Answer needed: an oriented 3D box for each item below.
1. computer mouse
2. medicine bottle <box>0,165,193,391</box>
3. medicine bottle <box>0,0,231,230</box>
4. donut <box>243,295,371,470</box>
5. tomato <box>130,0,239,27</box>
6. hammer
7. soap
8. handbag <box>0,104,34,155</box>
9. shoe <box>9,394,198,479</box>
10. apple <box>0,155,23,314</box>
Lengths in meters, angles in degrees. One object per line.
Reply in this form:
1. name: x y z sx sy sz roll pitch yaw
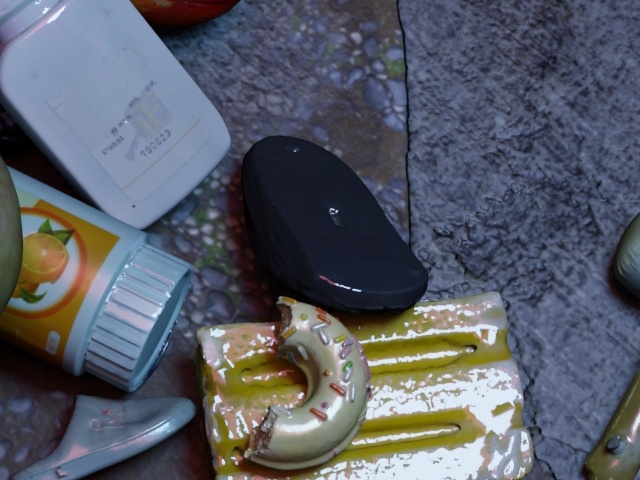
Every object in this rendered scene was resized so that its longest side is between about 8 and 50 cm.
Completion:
1. computer mouse: 0.000 0.000 1.628 0.138 0.086 0.269 -1 38 -30
2. medicine bottle: -0.292 0.020 1.577 0.318 0.158 0.158 25 69 4
3. medicine bottle: -0.233 -0.161 1.611 0.161 0.111 0.296 -45 112 -14
4. donut: -0.004 0.137 1.519 0.108 0.065 0.166 13 68 -2
5. tomato: -0.195 -0.310 1.714 0.233 0.139 0.200 54 38 8
6. hammer: 0.351 0.121 1.649 0.202 0.113 0.305 30 77 9
7. soap: 0.039 0.169 1.594 0.315 0.091 0.199 -7 71 -10
8. handbag: -0.372 -0.195 1.666 0.229 0.127 0.207 11 78 -17
9. shoe: -0.218 0.184 1.563 0.195 0.079 0.078 -27 88 -10
10. apple: -0.391 0.000 1.392 0.257 0.234 0.256 1 93 11
